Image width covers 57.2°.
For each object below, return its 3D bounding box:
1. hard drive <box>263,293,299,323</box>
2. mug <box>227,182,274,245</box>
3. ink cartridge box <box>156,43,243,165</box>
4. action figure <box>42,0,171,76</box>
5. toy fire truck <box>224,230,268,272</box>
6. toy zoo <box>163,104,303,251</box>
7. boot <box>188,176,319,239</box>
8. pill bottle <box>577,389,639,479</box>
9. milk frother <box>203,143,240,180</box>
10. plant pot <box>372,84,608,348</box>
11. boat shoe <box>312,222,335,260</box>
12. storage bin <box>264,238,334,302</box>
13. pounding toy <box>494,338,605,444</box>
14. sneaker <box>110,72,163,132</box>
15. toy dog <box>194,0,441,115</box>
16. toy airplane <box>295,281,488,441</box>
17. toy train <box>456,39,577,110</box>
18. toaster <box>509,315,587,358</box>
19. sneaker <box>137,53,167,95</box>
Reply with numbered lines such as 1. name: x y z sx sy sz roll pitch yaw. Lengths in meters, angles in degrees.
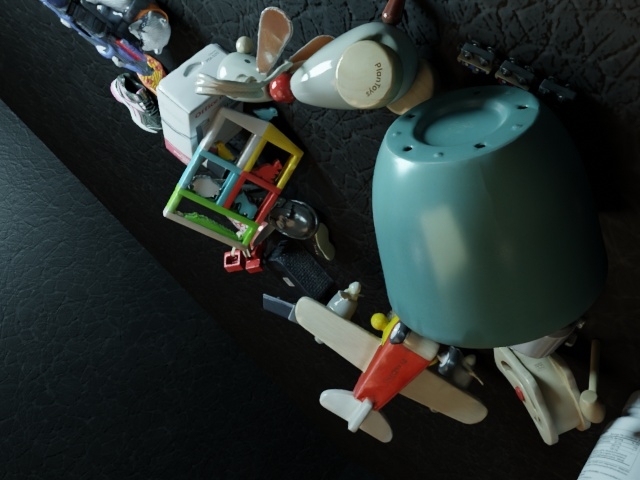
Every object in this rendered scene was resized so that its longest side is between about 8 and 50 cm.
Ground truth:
1. hard drive: -0.040 0.229 1.763 0.254 0.054 0.172 25 172 -41
2. mug: -0.200 -0.076 1.541 0.169 0.113 0.150 43 156 6
3. ink cartridge box: -0.238 -0.267 1.196 0.092 0.158 0.218 40 157 10
4. action figure: -0.433 -0.474 1.135 0.330 0.179 0.341 33 -179 8
5. toy fire truck: -0.196 0.017 1.576 0.047 0.192 0.135 -11 143 21
6. toy zoo: -0.164 -0.138 1.190 0.192 0.293 0.030 26 -167 -28
7. boot: -0.155 -0.074 1.329 0.262 0.091 0.229 24 -171 27
8. pill bottle: 0.535 0.404 0.988 0.160 0.283 0.160 34 156 18
9. milk frother: -0.278 -0.181 1.434 0.134 0.143 0.129 38 161 11
10. plant pot: 0.197 -0.050 0.746 0.293 0.293 0.235 17 140 45
11. boat shoe: -0.001 0.001 1.433 0.042 0.049 0.133 19 153 28
12. storage bin: -0.063 0.092 1.647 0.180 0.084 0.122 49 156 -18
13. pounding toy: 0.440 0.260 1.069 0.269 0.154 0.154 -114 0 -66
14. sneaker: -0.465 -0.357 1.520 0.178 0.072 0.077 42 147 -15
15. toy dog: 0.003 -0.265 0.807 0.333 0.161 0.220 7 -169 8
16. toy airplane: 0.169 0.267 1.354 0.384 0.272 0.386 -9 117 22
17. toy train: 0.239 -0.203 0.725 0.158 0.027 0.036 33 168 18
18. toaster: 0.325 0.099 0.988 0.227 0.129 0.146 29 156 25
19. sneaker: -0.372 -0.358 1.378 0.175 0.064 0.067 51 166 -14
